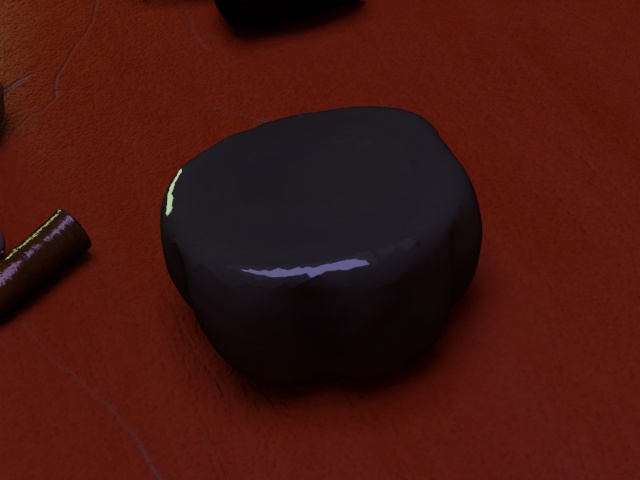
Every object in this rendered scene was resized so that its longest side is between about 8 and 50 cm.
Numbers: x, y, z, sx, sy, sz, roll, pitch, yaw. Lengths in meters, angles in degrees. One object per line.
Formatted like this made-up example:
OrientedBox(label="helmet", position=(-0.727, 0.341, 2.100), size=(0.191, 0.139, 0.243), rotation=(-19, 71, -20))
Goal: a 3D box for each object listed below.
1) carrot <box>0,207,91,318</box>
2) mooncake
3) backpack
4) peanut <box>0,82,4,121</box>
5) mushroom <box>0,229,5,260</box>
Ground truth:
OrientedBox(label="carrot", position=(-0.264, 0.030, 1.088), size=(0.048, 0.048, 0.139), rotation=(23, 52, 30))
OrientedBox(label="mooncake", position=(0.000, 0.000, 1.015), size=(0.275, 0.135, 0.275), rotation=(-5, 38, 4))
OrientedBox(label="backpack", position=(-0.041, -0.302, 1.366), size=(0.165, 0.106, 0.120), rotation=(-24, 68, -17))
OrientedBox(label="peanut", position=(-0.371, -0.114, 1.238), size=(0.080, 0.080, 0.174), rotation=(1, 41, 11))
OrientedBox(label="mushroom", position=(-0.326, 0.007, 1.106), size=(0.083, 0.067, 0.083), rotation=(-2, 48, 2))
